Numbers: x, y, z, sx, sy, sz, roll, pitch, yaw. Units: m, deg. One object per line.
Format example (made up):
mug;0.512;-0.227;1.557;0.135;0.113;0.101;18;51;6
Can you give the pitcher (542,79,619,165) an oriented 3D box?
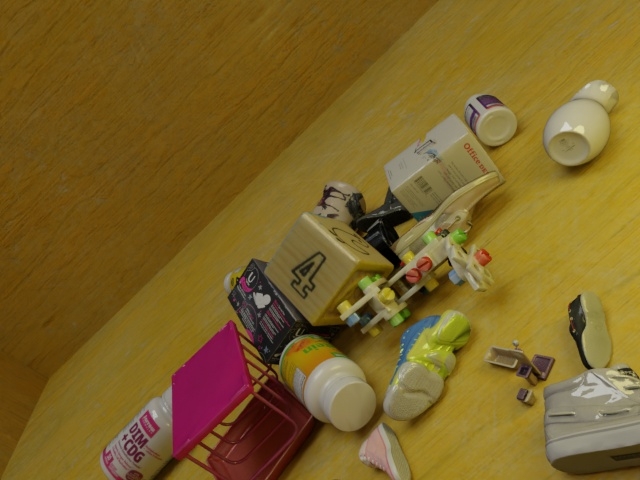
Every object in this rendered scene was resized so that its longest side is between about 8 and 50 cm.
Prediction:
pitcher;0.547;-0.237;1.107;0.207;0.125;0.178;-50;0;-37

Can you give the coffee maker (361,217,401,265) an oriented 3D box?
coffee maker;0.131;0.053;1.334;0.178;0.120;0.171;-35;64;25

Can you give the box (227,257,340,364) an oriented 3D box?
box;-0.095;0.180;1.279;0.142;0.163;0.247;-55;46;16

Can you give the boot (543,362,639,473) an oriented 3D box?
boot;0.398;0.203;0.627;0.258;0.095;0.123;-28;35;37

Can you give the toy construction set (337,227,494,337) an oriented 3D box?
toy construction set;0.205;0.076;1.054;0.328;0.151;0.215;-31;-8;34

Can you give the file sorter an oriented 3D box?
file sorter;-0.194;0.361;1.137;0.202;0.182;0.290;-44;24;0

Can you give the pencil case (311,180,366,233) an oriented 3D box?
pencil case;0.000;0.000;1.558;0.184;0.160;0.410;1;49;41

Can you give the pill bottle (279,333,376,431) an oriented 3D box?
pill bottle;0.014;0.298;1.068;0.136;0.136;0.246;-50;23;-10

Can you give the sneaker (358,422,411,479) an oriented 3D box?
sneaker;0.108;0.385;0.878;0.070;0.051;0.134;-44;20;8

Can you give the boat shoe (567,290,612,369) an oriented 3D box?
boat shoe;0.412;0.142;0.780;0.042;0.049;0.133;118;170;-51

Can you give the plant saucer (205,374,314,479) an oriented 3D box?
plant saucer;-0.133;0.463;1.159;0.258;0.048;0.259;-51;24;-14

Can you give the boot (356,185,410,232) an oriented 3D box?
boot;0.207;-0.125;1.527;0.190;0.076;0.208;-14;43;27

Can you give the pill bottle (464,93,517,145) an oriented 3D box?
pill bottle;0.465;-0.345;1.411;0.108;0.108;0.193;-37;25;20

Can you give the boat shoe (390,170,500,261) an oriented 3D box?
boat shoe;0.309;-0.043;1.196;0.302;0.098;0.109;-41;-11;14

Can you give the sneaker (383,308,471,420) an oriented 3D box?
sneaker;0.188;0.235;0.968;0.240;0.091;0.126;-45;10;-18

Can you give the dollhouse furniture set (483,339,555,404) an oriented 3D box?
dollhouse furniture set;0.296;0.199;0.826;0.091;0.081;0.114;-54;24;-20

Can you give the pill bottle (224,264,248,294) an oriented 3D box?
pill bottle;-0.251;0.147;1.788;0.209;0.119;0.119;-14;38;52

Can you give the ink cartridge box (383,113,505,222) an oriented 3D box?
ink cartridge box;0.312;-0.174;1.305;0.233;0.171;0.168;-36;25;19

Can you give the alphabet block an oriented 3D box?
alphabet block;0.021;0.071;1.219;0.197;0.192;0.193;43;108;29

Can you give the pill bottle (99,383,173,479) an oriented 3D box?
pill bottle;-0.462;0.547;1.426;0.283;0.160;0.160;-47;23;-3
